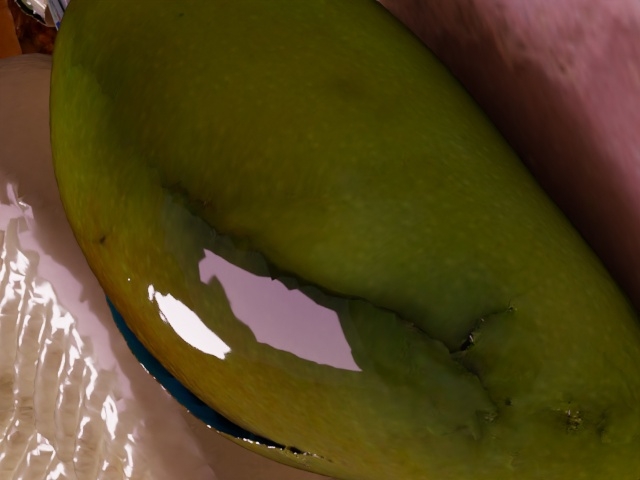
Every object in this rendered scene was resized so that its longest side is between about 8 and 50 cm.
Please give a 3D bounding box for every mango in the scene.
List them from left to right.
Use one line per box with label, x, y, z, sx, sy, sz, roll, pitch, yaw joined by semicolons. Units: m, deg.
mango;0.000;0.000;0.496;0.233;0.111;0.125;43;167;39

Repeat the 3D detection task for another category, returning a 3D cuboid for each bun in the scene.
bun;-0.068;0.046;0.775;0.287;0.146;0.287;42;152;29

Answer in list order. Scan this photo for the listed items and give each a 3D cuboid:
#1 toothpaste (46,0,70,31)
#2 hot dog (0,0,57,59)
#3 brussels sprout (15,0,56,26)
toothpaste;-0.126;-0.239;0.770;0.081;0.067;0.336;-166;57;-79
hot dog;-0.206;-0.168;1.222;0.102;0.076;0.249;-2;-110;-63
brussels sprout;-0.152;-0.150;1.073;0.051;0.046;0.083;65;168;-7
